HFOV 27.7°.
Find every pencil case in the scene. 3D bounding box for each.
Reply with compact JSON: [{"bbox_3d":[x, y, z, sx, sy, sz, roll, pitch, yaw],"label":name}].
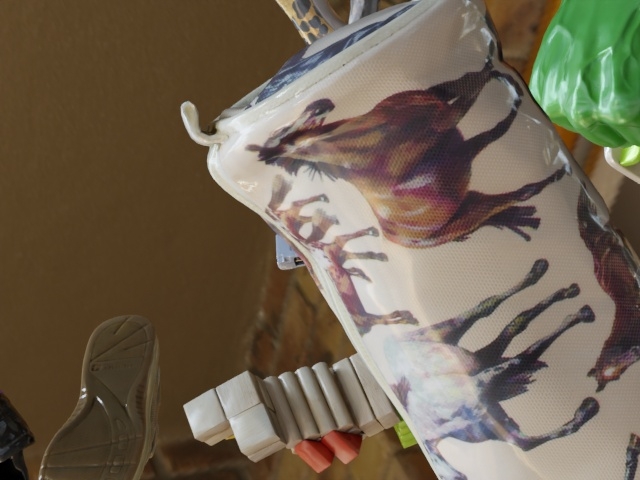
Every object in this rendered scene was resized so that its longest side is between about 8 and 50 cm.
[{"bbox_3d":[0.095,0.053,0.719,0.183,0.160,0.410,-38,-73,-14],"label":"pencil case"}]

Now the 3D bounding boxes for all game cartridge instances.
[{"bbox_3d":[0.000,0.000,1.204,0.083,0.056,0.017,-13,-57,5],"label":"game cartridge"}]

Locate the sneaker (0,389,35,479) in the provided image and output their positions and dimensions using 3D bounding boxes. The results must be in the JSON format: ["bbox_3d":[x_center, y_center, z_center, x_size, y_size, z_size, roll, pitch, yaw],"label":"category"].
[{"bbox_3d":[-0.340,0.252,1.194,0.102,0.146,0.293,-33,-26,-55],"label":"sneaker"}]

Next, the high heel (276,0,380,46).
[{"bbox_3d":[-0.050,-0.267,1.575,0.093,0.261,0.186,-36,-46,-60],"label":"high heel"}]

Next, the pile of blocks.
[{"bbox_3d":[0.027,0.209,1.473,0.362,0.113,0.149,-9,-34,-24],"label":"pile of blocks"}]

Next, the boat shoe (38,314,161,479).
[{"bbox_3d":[-0.250,0.249,1.582,0.121,0.341,0.110,0,-45,12],"label":"boat shoe"}]

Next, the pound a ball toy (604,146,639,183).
[{"bbox_3d":[0.452,-0.187,1.474,0.135,0.319,0.208,23,-24,-34],"label":"pound a ball toy"}]

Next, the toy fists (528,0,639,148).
[{"bbox_3d":[0.299,-0.137,1.056,0.096,0.279,0.142,43,-117,-46],"label":"toy fists"}]
